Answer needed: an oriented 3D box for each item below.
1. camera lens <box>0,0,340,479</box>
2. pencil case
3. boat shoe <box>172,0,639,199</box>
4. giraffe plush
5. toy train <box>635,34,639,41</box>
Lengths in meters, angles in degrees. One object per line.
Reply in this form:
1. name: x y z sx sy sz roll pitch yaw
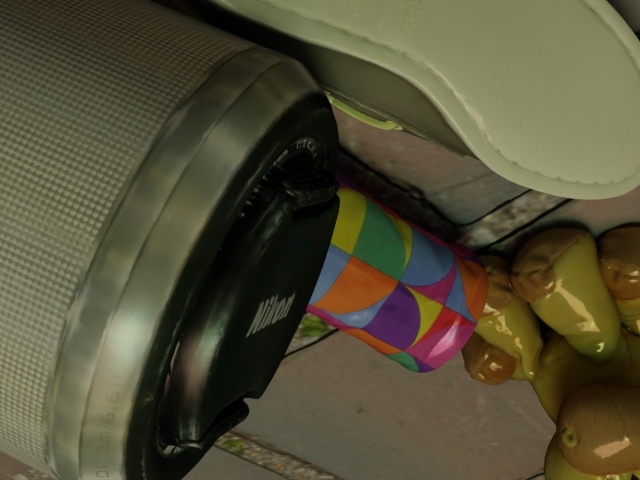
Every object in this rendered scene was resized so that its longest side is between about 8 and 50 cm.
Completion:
1. camera lens: -0.143 -0.021 0.566 0.274 0.219 0.219 24 143 11
2. pencil case: 0.000 0.000 0.756 0.236 0.104 0.104 32 133 -31
3. boat shoe: 0.050 -0.108 0.612 0.305 0.109 0.091 23 177 -27
4. giraffe plush: 0.190 0.114 0.834 0.181 0.171 0.210 -20 138 24
5. toy train: 0.197 -0.117 0.663 0.023 0.017 0.083 17 140 -35
